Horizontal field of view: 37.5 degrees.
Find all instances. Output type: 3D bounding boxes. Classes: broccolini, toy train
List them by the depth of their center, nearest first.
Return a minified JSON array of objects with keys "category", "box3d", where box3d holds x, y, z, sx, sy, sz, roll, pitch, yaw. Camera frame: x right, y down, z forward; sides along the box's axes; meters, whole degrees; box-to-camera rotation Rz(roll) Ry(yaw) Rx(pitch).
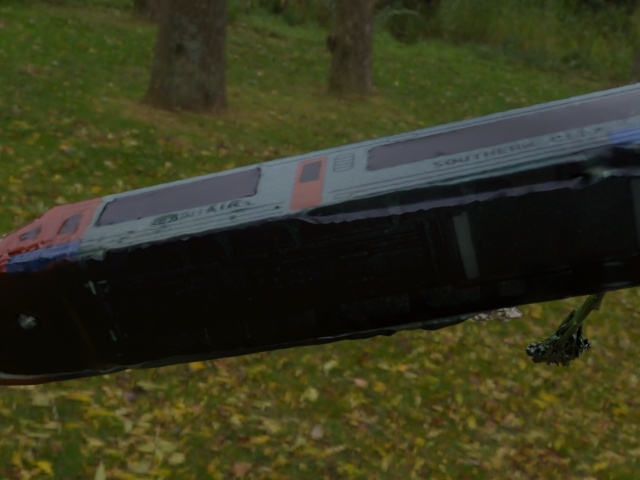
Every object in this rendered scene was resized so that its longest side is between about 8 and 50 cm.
[{"category":"toy train","box3d":[0.000,0.000,0.504,0.410,0.086,0.089,-10,33,13]},{"category":"broccolini","box3d":[0.339,0.086,1.163,0.071,0.254,0.057,-29,68,-37]}]

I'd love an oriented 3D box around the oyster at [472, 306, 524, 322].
[{"category":"oyster","box3d":[0.117,0.031,0.843,0.103,0.051,0.148,31,9,41]}]
